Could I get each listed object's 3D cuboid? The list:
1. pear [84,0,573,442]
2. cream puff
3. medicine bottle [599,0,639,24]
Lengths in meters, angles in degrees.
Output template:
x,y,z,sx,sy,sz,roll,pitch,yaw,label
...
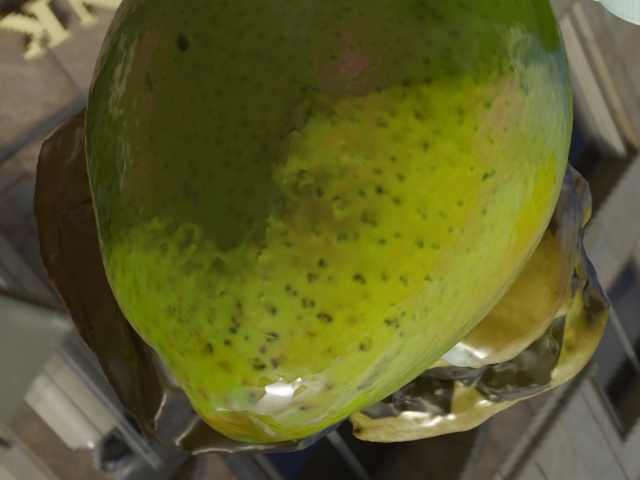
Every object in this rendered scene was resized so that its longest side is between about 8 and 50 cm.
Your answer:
x,y,z,sx,sy,sz,roll,pitch,yaw,label
0.000,-0.027,0.560,0.187,0.187,0.220,-4,-121,30,pear
0.002,-0.001,0.848,0.270,0.274,0.323,-44,-148,11,cream puff
0.118,-0.159,0.518,0.083,0.229,0.121,39,-104,26,medicine bottle
